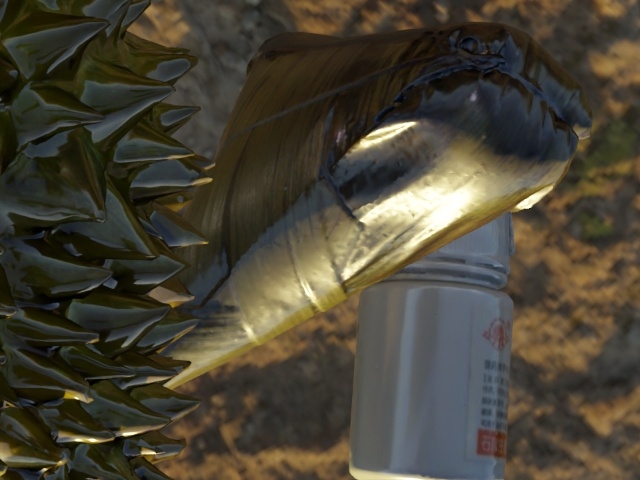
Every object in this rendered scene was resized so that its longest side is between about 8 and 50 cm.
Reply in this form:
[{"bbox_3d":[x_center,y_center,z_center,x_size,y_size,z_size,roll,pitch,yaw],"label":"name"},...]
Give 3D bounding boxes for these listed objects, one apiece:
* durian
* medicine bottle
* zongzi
[{"bbox_3d":[-0.112,0.004,0.441,0.167,0.306,0.172,6,78,-3],"label":"durian"},{"bbox_3d":[0.100,0.091,1.455,0.145,0.144,0.252,6,81,-25],"label":"medicine bottle"},{"bbox_3d":[0.000,0.000,1.019,0.138,0.286,0.300,42,74,-25],"label":"zongzi"}]
